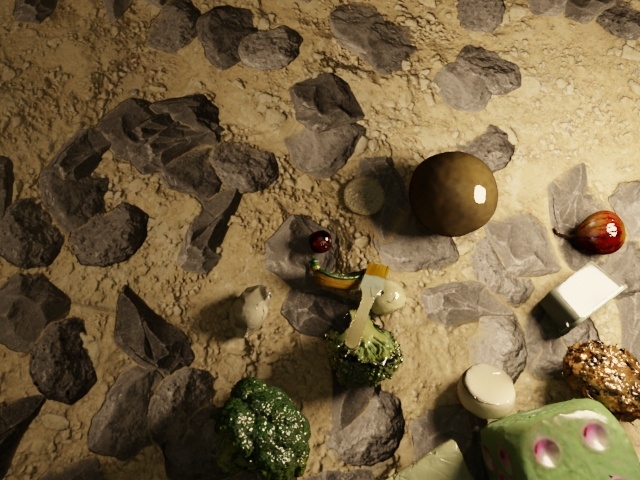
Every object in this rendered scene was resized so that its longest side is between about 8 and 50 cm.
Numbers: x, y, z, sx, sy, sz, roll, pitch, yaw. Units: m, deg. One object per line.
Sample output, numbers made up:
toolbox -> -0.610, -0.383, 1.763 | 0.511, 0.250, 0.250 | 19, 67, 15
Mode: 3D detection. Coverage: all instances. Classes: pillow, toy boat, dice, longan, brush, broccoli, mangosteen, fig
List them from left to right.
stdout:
broccoli -> -0.177, 0.558, 1.485 | 0.283, 0.303, 0.321 | -45, 74, 16
mangosteen -> 0.001, 0.002, 1.759 | 0.080, 0.081, 0.081 | 1, 71, -2
toy boat -> 0.068, 0.110, 1.714 | 0.229, 0.089, 0.088 | 9, 94, -18
broccoli -> 0.126, 0.355, 1.631 | 0.242, 0.273, 0.181 | 2, 116, -12
brush -> 0.138, 0.196, 1.611 | 0.085, 0.020, 0.337 | 13, 48, 15
pillow -> 0.335, 0.766, 1.519 | 0.274, 0.076, 0.281 | -26, 81, -10
longan -> 0.435, -0.159, 1.735 | 0.297, 0.297, 0.298 | 1, 71, -2
dice -> 0.654, 0.634, 1.448 | 0.322, 0.318, 0.331 | -15, 72, -7
fig -> 0.933, -0.017, 1.769 | 0.202, 0.149, 0.148 | -23, 89, 2

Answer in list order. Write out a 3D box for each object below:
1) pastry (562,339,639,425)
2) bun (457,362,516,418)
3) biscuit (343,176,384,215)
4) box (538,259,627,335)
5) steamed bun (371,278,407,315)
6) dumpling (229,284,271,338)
pastry -> 0.855, 0.428, 1.585 | 0.274, 0.193, 0.275 | 13, 42, -12
bun -> 0.499, 0.472, 1.597 | 0.172, 0.120, 0.173 | 5, 36, -3
biscuit -> 0.153, -0.156, 1.847 | 0.152, 0.020, 0.152 | 1, 71, -4
box -> 0.838, 0.182, 1.698 | 0.243, 0.163, 0.135 | -32, 67, -11
steamed bun -> 0.214, 0.179, 1.700 | 0.129, 0.091, 0.113 | -14, 70, -6
dumpling -> -0.233, 0.217, 1.669 | 0.127, 0.108, 0.188 | 27, 89, 30
